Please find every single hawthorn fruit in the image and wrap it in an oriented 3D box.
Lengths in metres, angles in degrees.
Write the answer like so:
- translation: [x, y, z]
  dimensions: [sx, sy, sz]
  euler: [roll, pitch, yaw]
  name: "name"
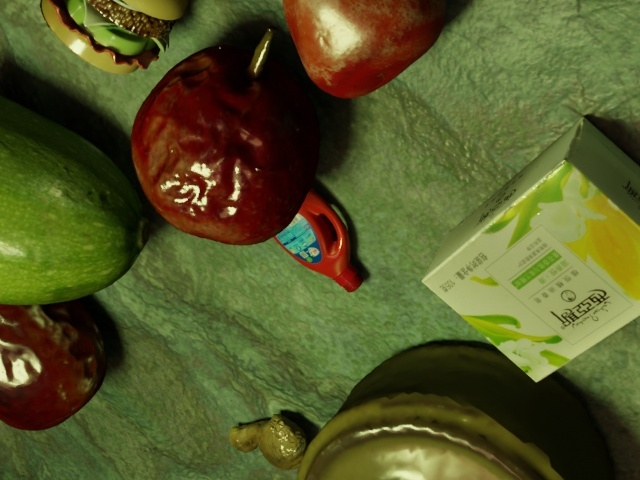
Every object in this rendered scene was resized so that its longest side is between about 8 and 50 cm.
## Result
- translation: [-0.100, -0.139, 1.224]
  dimensions: [0.230, 0.210, 0.266]
  euler: [34, 120, 19]
  name: "hawthorn fruit"

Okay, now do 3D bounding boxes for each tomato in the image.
- translation: [0.034, -0.244, 1.101]
  dimensions: [0.187, 0.151, 0.187]
  euler: [19, 132, 22]
  name: "tomato"

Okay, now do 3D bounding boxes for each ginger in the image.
- translation: [-0.074, 0.323, 1.637]
  dimensions: [0.165, 0.067, 0.096]
  euler: [-16, 115, 50]
  name: "ginger"

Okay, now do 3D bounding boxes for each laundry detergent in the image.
- translation: [0.000, 0.000, 1.369]
  dimensions: [0.165, 0.049, 0.097]
  euler: [46, 128, -13]
  name: "laundry detergent"

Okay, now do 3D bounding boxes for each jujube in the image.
- translation: [-0.480, 0.148, 1.623]
  dimensions: [0.223, 0.223, 0.318]
  euler: [-23, 110, 38]
  name: "jujube"

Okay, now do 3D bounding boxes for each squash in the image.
- translation: [-0.399, -0.018, 1.425]
  dimensions: [0.309, 0.310, 0.310]
  euler: [26, 132, -3]
  name: "squash"

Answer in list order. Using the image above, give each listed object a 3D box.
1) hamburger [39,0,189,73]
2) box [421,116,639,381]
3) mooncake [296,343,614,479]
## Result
- translation: [-0.233, -0.289, 1.206]
  dimensions: [0.175, 0.175, 0.137]
  euler: [43, 120, -6]
  name: "hamburger"
- translation: [0.276, 0.017, 1.191]
  dimensions: [0.194, 0.111, 0.260]
  euler: [40, 130, -4]
  name: "box"
- translation: [0.180, 0.344, 1.402]
  dimensions: [0.394, 0.246, 0.393]
  euler: [-9, 113, 29]
  name: "mooncake"
